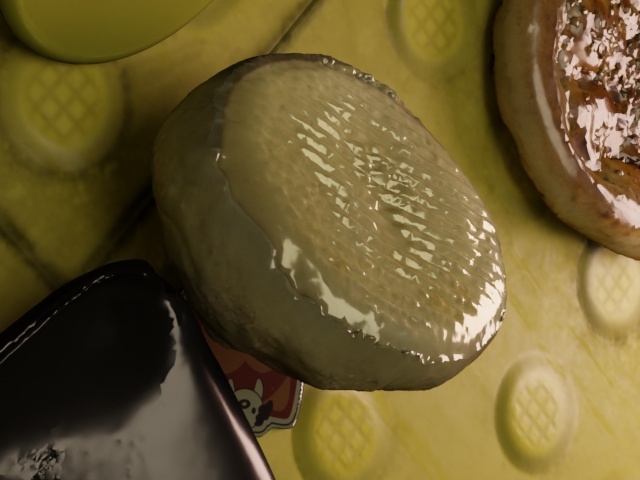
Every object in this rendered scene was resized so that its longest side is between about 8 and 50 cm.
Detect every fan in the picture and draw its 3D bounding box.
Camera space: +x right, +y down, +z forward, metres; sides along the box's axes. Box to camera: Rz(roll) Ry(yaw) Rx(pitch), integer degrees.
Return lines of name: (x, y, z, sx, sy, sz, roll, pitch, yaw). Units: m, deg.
fan: (-0.058, 0.041, 1.261, 0.132, 0.009, 0.219, 2, 87, -43)

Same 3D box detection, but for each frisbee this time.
frisbee: (-0.117, -0.215, 1.121, 0.236, 0.017, 0.236, -33, 149, -23)

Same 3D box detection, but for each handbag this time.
handbag: (-0.165, 0.218, 1.078, 0.288, 0.152, 0.342, -30, 103, -26)

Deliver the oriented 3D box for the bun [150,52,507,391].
bun: (0.000, 0.000, 1.200, 0.287, 0.146, 0.287, 25, 44, -27)

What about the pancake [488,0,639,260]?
pancake: (0.308, -0.166, 1.549, 0.382, 0.071, 0.382, 3, 86, -40)
